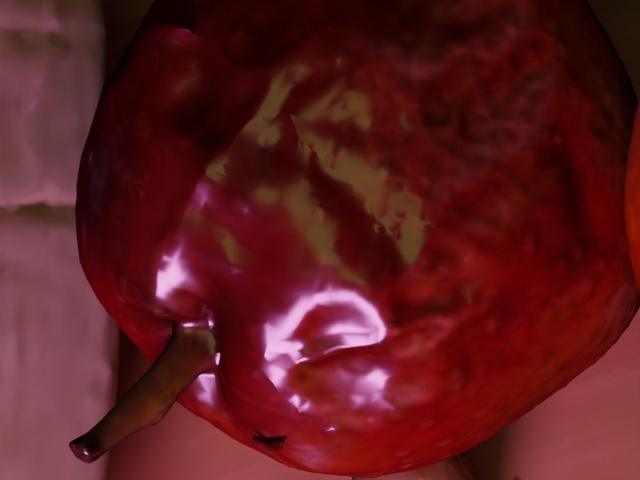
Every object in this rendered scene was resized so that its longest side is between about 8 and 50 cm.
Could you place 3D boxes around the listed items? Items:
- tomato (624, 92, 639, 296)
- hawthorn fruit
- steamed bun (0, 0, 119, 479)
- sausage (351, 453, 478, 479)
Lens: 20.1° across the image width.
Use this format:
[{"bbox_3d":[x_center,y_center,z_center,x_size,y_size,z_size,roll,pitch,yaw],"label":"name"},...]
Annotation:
[{"bbox_3d":[0.270,0.012,0.620,0.341,0.273,0.341,-10,55,15],"label":"tomato"},{"bbox_3d":[0.000,0.000,0.712,0.230,0.210,0.266,41,66,1],"label":"hawthorn fruit"},{"bbox_3d":[-0.298,0.020,0.720,0.290,0.371,0.456,0,85,36],"label":"steamed bun"},{"bbox_3d":[0.028,0.233,0.768,0.066,0.066,0.301,6,87,16],"label":"sausage"}]
